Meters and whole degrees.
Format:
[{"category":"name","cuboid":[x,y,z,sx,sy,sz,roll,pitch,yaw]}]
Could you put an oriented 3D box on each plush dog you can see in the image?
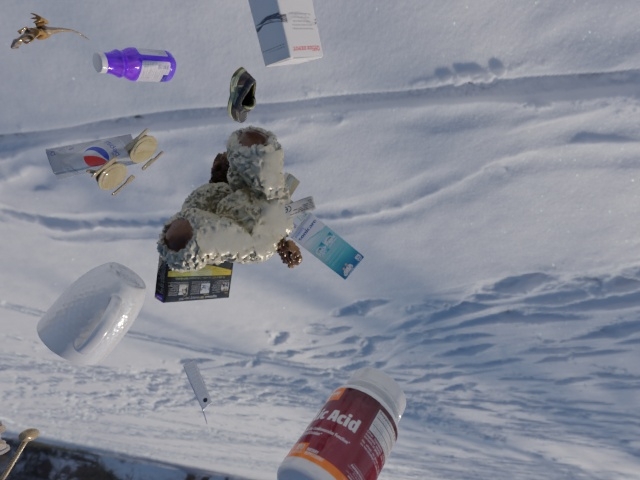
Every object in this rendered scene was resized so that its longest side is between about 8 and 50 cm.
[{"category":"plush dog","cuboid":[-0.158,-0.040,0.693,0.225,0.263,0.210,12,154,45]}]

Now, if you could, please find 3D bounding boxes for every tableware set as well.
[{"category":"tableware set","cuboid":[-0.521,-0.215,1.074,0.039,0.194,0.128,40,165,9]}]

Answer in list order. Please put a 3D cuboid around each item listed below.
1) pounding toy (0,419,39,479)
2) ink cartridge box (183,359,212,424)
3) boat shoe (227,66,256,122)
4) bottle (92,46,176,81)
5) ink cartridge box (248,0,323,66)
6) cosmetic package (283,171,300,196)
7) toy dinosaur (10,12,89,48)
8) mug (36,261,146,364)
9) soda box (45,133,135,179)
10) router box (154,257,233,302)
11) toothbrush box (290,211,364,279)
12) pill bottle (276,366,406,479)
[{"category":"pounding toy","cuboid":[-0.990,0.626,1.163,0.269,0.155,0.154,-24,157,-16]},{"category":"ink cartridge box","cuboid":[-0.419,0.519,1.401,0.045,0.208,0.206,-21,172,-22]},{"category":"boat shoe","cuboid":[-0.242,-0.440,1.271,0.073,0.080,0.224,40,154,6]},{"category":"bottle","cuboid":[-0.671,-0.640,1.466,0.092,0.282,0.118,55,131,9]},{"category":"ink cartridge box","cuboid":[-0.112,-0.707,1.273,0.114,0.198,0.273,0,113,35]},{"category":"cosmetic package","cuboid":[-0.135,-0.197,1.543,0.041,0.115,0.060,27,174,45]},{"category":"toy dinosaur","cuboid":[-0.821,-0.626,1.203,0.211,0.064,0.112,-21,-164,-18]},{"category":"mug","cuboid":[-0.828,0.274,1.509,0.276,0.328,0.374,41,178,-30]},{"category":"soda box","cuboid":[-0.830,-0.308,1.484,0.286,0.091,0.098,-19,-179,-26]},{"category":"router box","cuboid":[-0.509,0.121,1.663,0.080,0.243,0.308,13,-174,42]},{"category":"toothbrush box","cuboid":[0.000,0.000,1.609,0.295,0.126,0.216,38,-179,-22]},{"category":"pill bottle","cuboid":[0.079,0.550,1.114,0.223,0.392,0.224,16,122,27]}]
